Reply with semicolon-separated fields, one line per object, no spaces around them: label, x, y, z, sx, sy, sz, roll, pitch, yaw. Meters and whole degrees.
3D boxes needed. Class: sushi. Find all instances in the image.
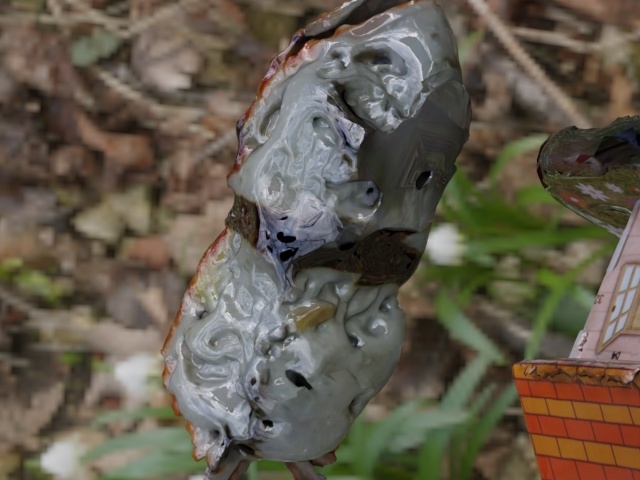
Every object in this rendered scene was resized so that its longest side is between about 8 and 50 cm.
sushi;0.000;0.000;1.164;0.130;0.124;0.332;39;114;44

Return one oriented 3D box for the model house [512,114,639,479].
model house;0.179;0.070;0.547;0.154;0.207;0.294;-64;22;-12
